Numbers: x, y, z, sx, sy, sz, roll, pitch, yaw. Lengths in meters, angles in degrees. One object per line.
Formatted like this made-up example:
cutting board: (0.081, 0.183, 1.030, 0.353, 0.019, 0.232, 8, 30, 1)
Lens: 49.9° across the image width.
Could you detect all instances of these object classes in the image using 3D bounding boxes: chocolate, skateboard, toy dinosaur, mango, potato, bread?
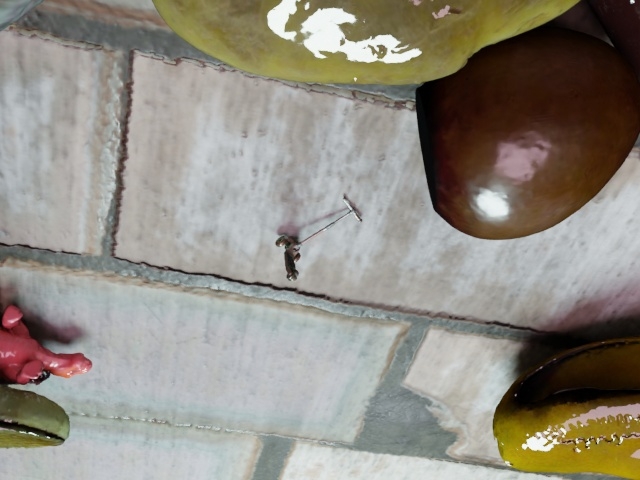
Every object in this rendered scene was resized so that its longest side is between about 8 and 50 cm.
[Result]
chocolate: (0.156, -0.079, 0.516, 0.176, 0.177, 0.177, -1, 129, -1)
skateboard: (0.000, 0.000, 0.641, 0.083, 0.064, 0.032, -34, 116, 10)
toy dinosaur: (-0.387, 0.113, 0.727, 0.285, 0.070, 0.139, 14, 150, -11)
mango: (0.312, 0.191, 0.752, 0.248, 0.156, 0.151, -21, 163, 15)
potato: (0.034, -0.192, 0.419, 0.296, 0.141, 0.192, -3, 115, 1)
bread: (-0.409, 0.171, 0.709, 0.286, 0.056, 0.207, -6, 149, 20)

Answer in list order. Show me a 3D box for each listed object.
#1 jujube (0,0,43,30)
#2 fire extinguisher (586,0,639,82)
jujube: (-0.201, -0.244, 0.326, 0.246, 0.215, 0.308, 25, 122, -20)
fire extinguisher: (0.240, -0.164, 0.510, 0.267, 0.072, 0.089, 42, 154, -30)
